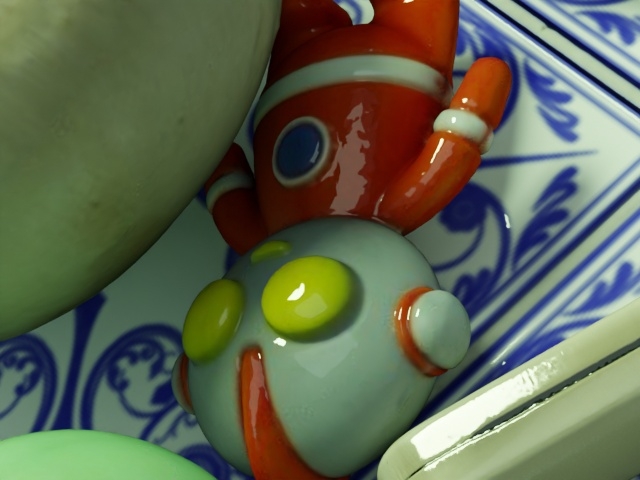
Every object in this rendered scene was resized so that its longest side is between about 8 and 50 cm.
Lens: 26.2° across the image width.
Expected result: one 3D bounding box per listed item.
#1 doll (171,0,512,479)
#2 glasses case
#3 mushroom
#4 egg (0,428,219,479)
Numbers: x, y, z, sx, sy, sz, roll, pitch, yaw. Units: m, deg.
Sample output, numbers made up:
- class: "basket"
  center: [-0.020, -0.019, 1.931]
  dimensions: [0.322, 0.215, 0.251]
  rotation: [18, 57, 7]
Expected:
- class: "doll"
  center: [0.000, 0.000, 0.708]
  dimensions: [0.199, 0.105, 0.336]
  rotation: [-13, 55, 34]
- class: "glasses case"
  center: [0.119, 0.081, 0.621]
  dimensions: [0.196, 0.083, 0.050]
  rotation: [-30, 52, 3]
- class: "mushroom"
  center: [-0.196, -0.123, 0.732]
  dimensions: [0.362, 0.294, 0.362]
  rotation: [-35, 35, 29]
- class: "egg"
  center: [-0.106, 0.212, 0.558]
  dimensions: [0.220, 0.220, 0.270]
  rotation: [-6, 71, 21]
